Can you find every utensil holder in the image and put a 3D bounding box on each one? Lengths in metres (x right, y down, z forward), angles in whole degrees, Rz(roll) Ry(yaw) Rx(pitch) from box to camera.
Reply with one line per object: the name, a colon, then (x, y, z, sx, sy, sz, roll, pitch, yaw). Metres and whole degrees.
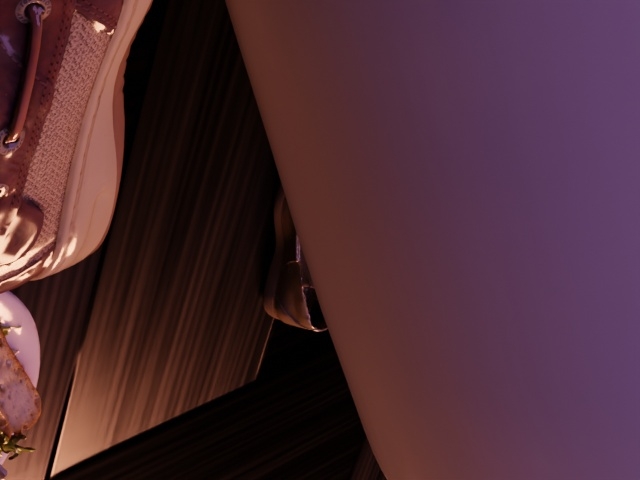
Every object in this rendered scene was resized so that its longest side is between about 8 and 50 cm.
utensil holder: (0.127, -0.078, 0.708, 0.327, 0.328, 0.385, -40, 134, -29)

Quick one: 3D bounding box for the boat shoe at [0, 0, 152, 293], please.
boat shoe: (-0.146, -0.096, 0.596, 0.123, 0.123, 0.342, -35, 153, -38)

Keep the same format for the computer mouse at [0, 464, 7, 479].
computer mouse: (-0.194, 0.080, 0.641, 0.184, 0.060, 0.262, 24, 118, -42)

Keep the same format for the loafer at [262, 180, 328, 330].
loafer: (0.000, 0.000, 1.013, 0.056, 0.050, 0.148, -33, 145, -38)

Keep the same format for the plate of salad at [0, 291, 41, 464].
plate of salad: (-0.215, 0.110, 0.785, 0.200, 0.048, 0.200, -40, 150, -29)
